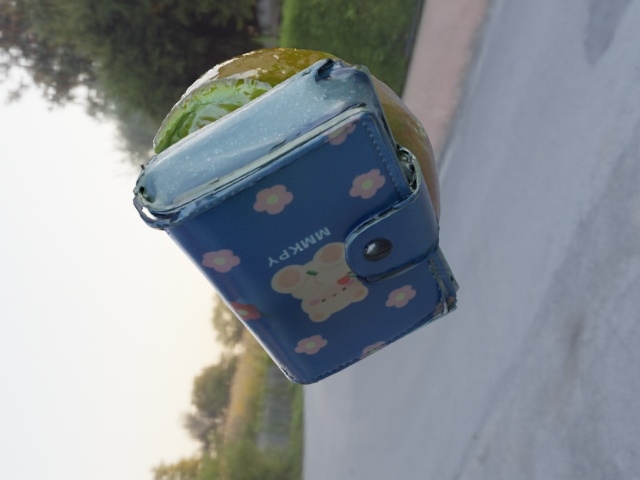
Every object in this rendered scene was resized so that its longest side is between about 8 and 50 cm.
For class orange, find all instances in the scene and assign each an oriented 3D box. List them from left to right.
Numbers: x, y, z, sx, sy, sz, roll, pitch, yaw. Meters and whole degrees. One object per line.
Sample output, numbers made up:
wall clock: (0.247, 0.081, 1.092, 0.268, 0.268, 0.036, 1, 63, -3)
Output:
orange: (-0.004, -0.064, 0.710, 0.158, 0.237, 0.179, -54, -12, -35)

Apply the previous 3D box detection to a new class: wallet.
wallet: (0.000, 0.000, 0.502, 0.202, 0.141, 0.059, 57, -176, -48)
